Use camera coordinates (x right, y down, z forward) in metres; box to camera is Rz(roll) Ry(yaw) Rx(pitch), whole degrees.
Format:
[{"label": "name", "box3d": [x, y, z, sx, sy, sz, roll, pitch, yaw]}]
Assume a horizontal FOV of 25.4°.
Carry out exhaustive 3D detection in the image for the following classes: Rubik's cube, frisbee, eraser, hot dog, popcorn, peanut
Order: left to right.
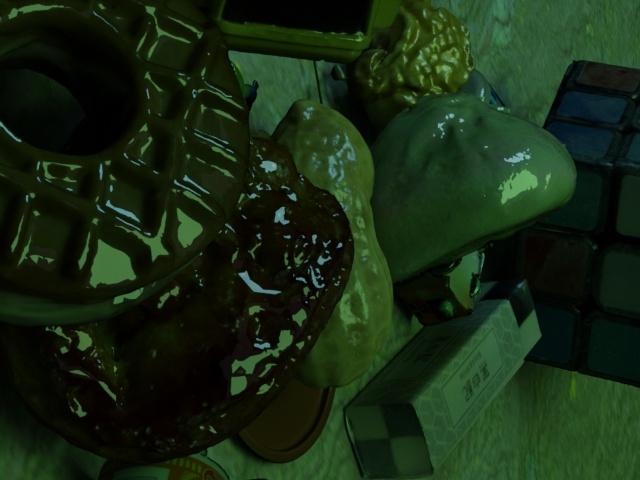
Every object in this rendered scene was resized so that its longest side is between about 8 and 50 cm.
[{"label": "hot dog", "box3d": [-0.120, 0.013, 1.213, 0.267, 0.174, 0.387, 35, 43, -5]}, {"label": "frisbee", "box3d": [-0.050, 0.108, 1.483, 0.251, 0.021, 0.251, 26, 60, -56]}, {"label": "peanut", "box3d": [0.000, 0.000, 1.457, 0.147, 0.147, 0.306, 9, 71, -59]}, {"label": "popcorn", "box3d": [0.115, -0.203, 1.730, 0.163, 0.140, 0.194, 55, 34, -27]}, {"label": "eraser", "box3d": [0.164, 0.161, 1.758, 0.404, 0.098, 0.096, -38, 115, -57]}, {"label": "Rubik's cube", "box3d": [0.473, -0.017, 2.009, 0.362, 0.363, 0.359, -57, 151, -54]}]

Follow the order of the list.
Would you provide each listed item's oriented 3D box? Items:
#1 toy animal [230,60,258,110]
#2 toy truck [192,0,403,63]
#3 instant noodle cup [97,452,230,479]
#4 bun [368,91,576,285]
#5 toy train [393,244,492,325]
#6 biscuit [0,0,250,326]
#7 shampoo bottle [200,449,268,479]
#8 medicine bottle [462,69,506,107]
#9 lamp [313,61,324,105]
[{"label": "toy animal", "box3d": [-0.127, -0.169, 1.408, 0.217, 0.041, 0.075, 31, 55, -49]}, {"label": "toy truck", "box3d": [-0.051, -0.300, 1.285, 0.405, 0.180, 0.254, -114, -150, -58]}, {"label": "instant noodle cup", "box3d": [-0.142, 0.274, 1.160, 0.168, 0.168, 0.185, 54, 30, -39]}, {"label": "bun", "box3d": [0.136, -0.072, 1.606, 0.293, 0.293, 0.187, -18, 79, -60]}, {"label": "toy train", "box3d": [0.154, 0.022, 1.782, 0.072, 0.099, 0.188, 52, 42, -36]}, {"label": "biscuit", "box3d": [-0.208, -0.095, 1.055, 0.332, 0.103, 0.332, 12, 63, -25]}, {"label": "shampoo bottle", "box3d": [-0.064, 0.302, 1.328, 0.309, 0.098, 0.071, 63, 34, -30]}, {"label": "medicine bottle", "box3d": [0.213, -0.141, 1.915, 0.191, 0.107, 0.107, 46, 45, -45]}, {"label": "lamp", "box3d": [0.003, -0.171, 1.639, 0.054, 0.041, 0.121, 11, 76, -49]}]
